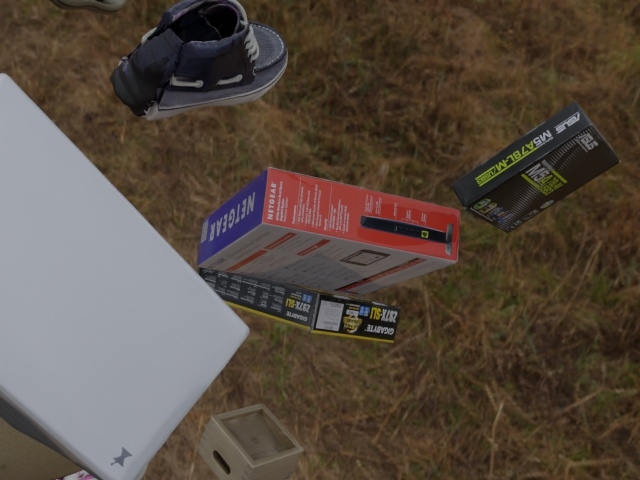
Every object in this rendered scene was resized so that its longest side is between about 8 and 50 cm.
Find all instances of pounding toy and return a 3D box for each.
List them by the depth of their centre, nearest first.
[{"bbox_3d":[-0.116,0.322,1.382,0.130,0.100,0.141,-4,38,-48],"label":"pounding toy"}]

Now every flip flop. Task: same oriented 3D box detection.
[{"bbox_3d":[-0.384,-0.442,1.479,0.112,0.080,0.277,47,19,-2],"label":"flip flop"}]

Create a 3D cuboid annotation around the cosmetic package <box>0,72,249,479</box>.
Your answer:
[{"bbox_3d":[-0.207,0.027,0.598,0.138,0.224,0.224,-51,27,-22],"label":"cosmetic package"}]

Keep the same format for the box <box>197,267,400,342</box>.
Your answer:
[{"bbox_3d":[-0.046,0.117,1.726,0.321,0.079,0.257,13,1,40],"label":"box"}]

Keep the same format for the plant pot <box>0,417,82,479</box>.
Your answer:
[{"bbox_3d":[-0.239,0.102,0.865,0.190,0.284,0.284,-1,45,14],"label":"plant pot"}]

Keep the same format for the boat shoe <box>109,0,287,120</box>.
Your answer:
[{"bbox_3d":[-0.126,-0.274,1.259,0.127,0.158,0.340,54,41,1],"label":"boat shoe"}]

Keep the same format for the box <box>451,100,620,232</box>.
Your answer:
[{"bbox_3d":[0.284,-0.088,1.159,0.184,0.190,0.045,-32,67,20],"label":"box"}]

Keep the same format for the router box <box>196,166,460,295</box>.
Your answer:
[{"bbox_3d":[0.000,0.000,1.368,0.301,0.335,0.082,12,74,-21],"label":"router box"}]

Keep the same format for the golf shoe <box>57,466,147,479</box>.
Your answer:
[{"bbox_3d":[-0.375,0.391,1.316,0.115,0.140,0.306,14,48,18],"label":"golf shoe"}]
